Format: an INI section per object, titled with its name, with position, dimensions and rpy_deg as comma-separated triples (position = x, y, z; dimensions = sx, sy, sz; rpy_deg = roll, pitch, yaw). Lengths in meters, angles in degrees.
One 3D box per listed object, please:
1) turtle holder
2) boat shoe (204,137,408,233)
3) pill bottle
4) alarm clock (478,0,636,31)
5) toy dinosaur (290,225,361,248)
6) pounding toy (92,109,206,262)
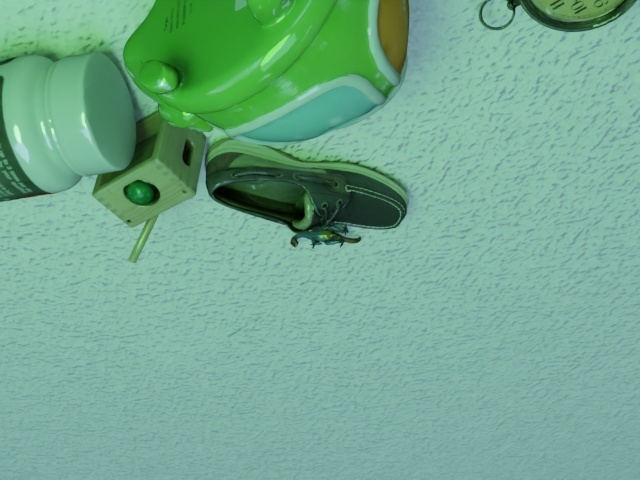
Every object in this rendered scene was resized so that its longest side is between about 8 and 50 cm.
[turtle holder]
position = -0.056, -0.190, 0.756
dimensions = 0.320, 0.243, 0.227
rpy_deg = -43, 138, 20
[boat shoe]
position = -0.018, -0.054, 1.008
dimensions = 0.285, 0.092, 0.103
rpy_deg = 15, 135, -15
[pill bottle]
position = -0.375, -0.126, 0.890
dimensions = 0.283, 0.161, 0.161
rpy_deg = -8, 136, 10
[alarm clock]
position = 0.249, -0.276, 0.782
dimensions = 0.192, 0.064, 0.129
rpy_deg = -26, 126, 31
[toy dinosaur]
position = 0.000, 0.000, 1.108
dimensions = 0.082, 0.047, 0.090
rpy_deg = -8, 150, 37
[pounding toy]
position = -0.214, -0.072, 0.959
dimensions = 0.130, 0.141, 0.100
rpy_deg = -24, 132, 25
